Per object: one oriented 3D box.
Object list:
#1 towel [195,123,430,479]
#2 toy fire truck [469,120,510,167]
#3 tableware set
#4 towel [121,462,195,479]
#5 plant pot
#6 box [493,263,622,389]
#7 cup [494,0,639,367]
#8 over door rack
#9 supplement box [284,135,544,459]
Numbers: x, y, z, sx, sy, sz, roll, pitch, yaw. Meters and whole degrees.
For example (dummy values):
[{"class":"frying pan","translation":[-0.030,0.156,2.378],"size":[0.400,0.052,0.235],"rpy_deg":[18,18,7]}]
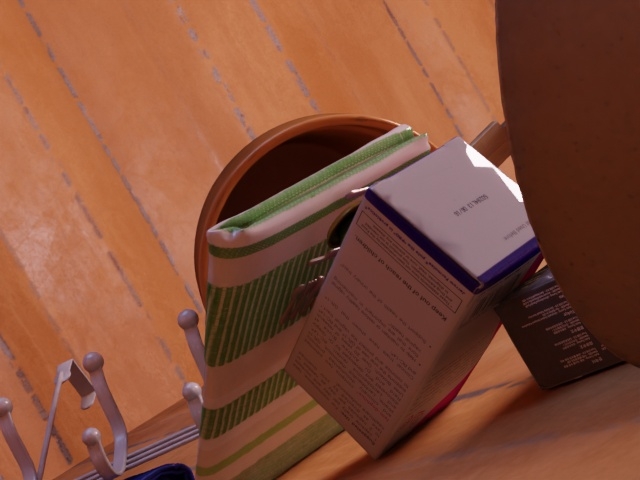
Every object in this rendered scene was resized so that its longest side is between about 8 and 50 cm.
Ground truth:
[{"class":"towel","translation":[-0.015,0.075,1.155],"size":[0.248,0.038,0.325],"rpy_deg":[-31,-37,-38]},{"class":"toy fire truck","translation":[0.278,-0.094,1.527],"size":[0.246,0.217,0.158],"rpy_deg":[-31,1,33]},{"class":"tableware set","translation":[0.031,0.011,1.066],"size":[0.104,0.024,0.154],"rpy_deg":[-20,-33,-47]},{"class":"towel","translation":[-0.266,0.313,1.349],"size":[0.228,0.076,0.308],"rpy_deg":[-22,-4,-31]},{"class":"plant pot","translation":[0.000,0.000,1.419],"size":[0.291,0.291,0.203],"rpy_deg":[-30,17,-6]},{"class":"box","translation":[0.301,-0.021,0.917],"size":[0.307,0.076,0.242],"rpy_deg":[-30,1,45]},{"class":"cup","translation":[0.258,-0.098,0.549],"size":[0.237,0.331,0.331],"rpy_deg":[4,24,41]},{"class":"over door rack","translation":[-0.208,0.147,1.407],"size":[0.239,0.108,0.324],"rpy_deg":[-25,15,10]},{"class":"supplement box","translation":[0.073,0.047,1.023],"size":[0.111,0.114,0.220],"rpy_deg":[-31,-26,-41]}]
